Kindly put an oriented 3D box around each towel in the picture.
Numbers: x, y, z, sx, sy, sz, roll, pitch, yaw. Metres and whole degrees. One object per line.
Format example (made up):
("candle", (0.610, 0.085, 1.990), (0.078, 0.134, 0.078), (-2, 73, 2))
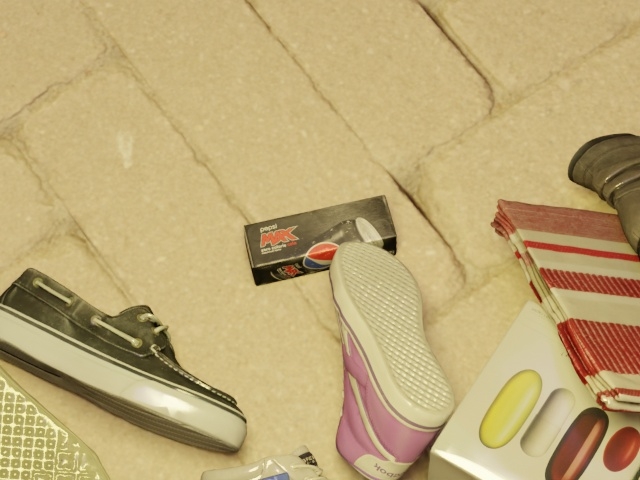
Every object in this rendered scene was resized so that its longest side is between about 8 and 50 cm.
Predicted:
("towel", (0.337, 0.075, 1.933), (0.237, 0.037, 0.329), (6, 35, -24))

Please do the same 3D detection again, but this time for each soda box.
("soda box", (0.000, 0.000, 2.086), (0.168, 0.053, 0.060), (-13, 65, -4))

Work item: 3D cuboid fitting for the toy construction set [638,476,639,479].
("toy construction set", (0.399, 0.363, 1.794), (0.151, 0.215, 0.328), (-38, 84, -19))

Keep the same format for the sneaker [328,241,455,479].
("sneaker", (0.046, 0.137, 1.980), (0.102, 0.161, 0.282), (10, 39, -22))

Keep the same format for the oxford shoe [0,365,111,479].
("oxford shoe", (-0.346, 0.242, 1.949), (0.169, 0.130, 0.449), (-37, 83, -21))

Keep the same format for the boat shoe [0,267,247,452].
("boat shoe", (-0.217, 0.120, 1.996), (0.335, 0.121, 0.119), (24, 72, 15))

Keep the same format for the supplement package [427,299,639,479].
("supplement package", (0.243, 0.213, 1.922), (0.194, 0.149, 0.203), (29, 68, 15))

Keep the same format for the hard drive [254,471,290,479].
("hard drive", (-0.095, 0.415, 1.840), (0.210, 0.040, 0.319), (-14, 84, -5))

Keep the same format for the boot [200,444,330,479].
("boot", (-0.001, 0.273, 1.929), (0.258, 0.095, 0.123), (-8, 71, -1))

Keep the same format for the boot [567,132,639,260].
("boot", (0.465, -0.046, 2.052), (0.338, 0.118, 0.223), (6, 33, -24))
